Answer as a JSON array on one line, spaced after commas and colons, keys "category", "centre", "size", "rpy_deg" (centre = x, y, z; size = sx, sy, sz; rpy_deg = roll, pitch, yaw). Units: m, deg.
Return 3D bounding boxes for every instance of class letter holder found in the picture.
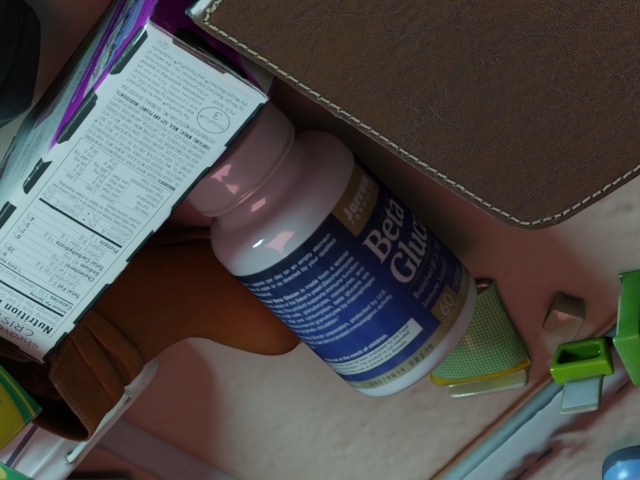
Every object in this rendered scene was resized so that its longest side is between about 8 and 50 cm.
[{"category": "letter holder", "centre": [0.123, -0.172, 0.838], "size": [0.214, 0.152, 0.302], "rpy_deg": [32, 131, -18]}]

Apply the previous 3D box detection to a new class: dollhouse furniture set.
[{"category": "dollhouse furniture set", "centre": [0.120, 0.064, 1.111], "size": [0.151, 0.058, 0.076], "rpy_deg": [-13, 127, 23]}]

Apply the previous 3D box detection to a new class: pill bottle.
[{"category": "pill bottle", "centre": [0.000, 0.000, 1.058], "size": [0.094, 0.094, 0.169], "rpy_deg": [-29, 120, 33]}]

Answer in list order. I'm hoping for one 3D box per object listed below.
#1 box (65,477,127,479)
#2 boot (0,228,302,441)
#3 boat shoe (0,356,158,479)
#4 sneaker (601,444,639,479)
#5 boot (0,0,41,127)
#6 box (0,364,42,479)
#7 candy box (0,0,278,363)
[{"category": "box", "centre": [-0.212, 0.295, 1.358], "size": [0.231, 0.127, 0.262], "rpy_deg": [-2, 130, 18]}, {"category": "boot", "centre": [-0.106, 0.054, 1.093], "size": [0.197, 0.152, 0.073], "rpy_deg": [25, 132, -9]}, {"category": "boat shoe", "centre": [-0.200, 0.155, 1.204], "size": [0.088, 0.096, 0.267], "rpy_deg": [33, 97, -23]}, {"category": "sneaker", "centre": [0.234, 0.215, 1.206], "size": [0.069, 0.082, 0.209], "rpy_deg": [-15, 125, 28]}, {"category": "boot", "centre": [-0.425, -0.103, 1.052], "size": [0.445, 0.146, 0.367], "rpy_deg": [-25, 120, 36]}, {"category": "box", "centre": [-0.217, 0.063, 1.008], "size": [0.179, 0.043, 0.105], "rpy_deg": [49, 149, -7]}, {"category": "candy box", "centre": [-0.094, -0.065, 0.979], "size": [0.071, 0.159, 0.233], "rpy_deg": [33, 131, -14]}]
